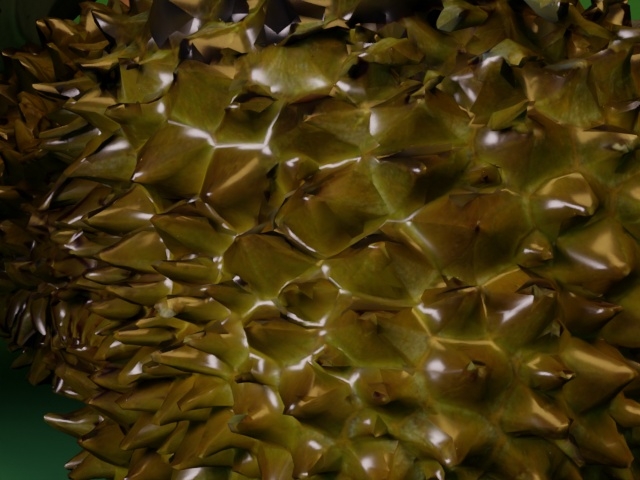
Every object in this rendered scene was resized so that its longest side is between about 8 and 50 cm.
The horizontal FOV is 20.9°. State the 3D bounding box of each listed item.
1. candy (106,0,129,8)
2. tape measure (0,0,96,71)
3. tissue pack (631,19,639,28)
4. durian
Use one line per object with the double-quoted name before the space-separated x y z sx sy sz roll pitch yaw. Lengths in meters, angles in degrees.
"candy" 0.007 -0.067 0.839 0.255 0.094 0.255 11 30 -7
"tape measure" -0.238 -0.172 0.858 0.275 0.147 0.256 -4 31 -37
"tissue pack" 0.164 -0.037 0.711 0.169 0.082 0.120 2 32 42
"durian" 0.008 -0.005 0.602 0.292 0.258 0.258 5 17 42
